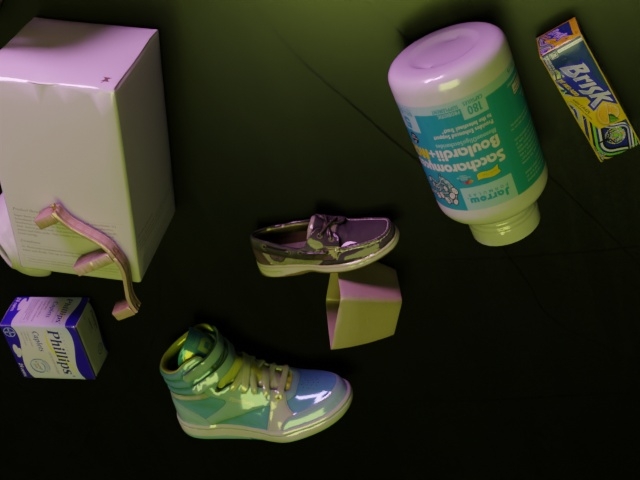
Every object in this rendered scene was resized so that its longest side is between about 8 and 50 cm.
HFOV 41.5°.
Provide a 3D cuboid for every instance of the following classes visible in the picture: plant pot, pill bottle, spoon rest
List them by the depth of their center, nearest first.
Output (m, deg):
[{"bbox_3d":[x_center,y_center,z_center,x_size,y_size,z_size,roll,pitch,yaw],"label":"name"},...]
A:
[{"bbox_3d":[0.193,-0.121,1.041,0.146,0.146,0.264,-15,123,21],"label":"pill bottle"},{"bbox_3d":[-0.443,-0.041,1.223,0.137,0.084,0.276,45,155,19],"label":"spoon rest"},{"bbox_3d":[0.065,0.090,1.259,0.096,0.109,0.109,4,128,-8],"label":"plant pot"}]

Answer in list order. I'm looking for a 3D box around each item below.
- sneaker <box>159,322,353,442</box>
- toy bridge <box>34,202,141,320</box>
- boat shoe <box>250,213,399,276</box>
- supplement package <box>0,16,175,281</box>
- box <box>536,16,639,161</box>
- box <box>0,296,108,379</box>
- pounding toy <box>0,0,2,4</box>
[{"bbox_3d":[-0.120,0.222,1.376,0.318,0.127,0.208,-9,126,16],"label":"sneaker"},{"bbox_3d":[-0.290,0.024,1.093,0.063,0.026,0.188,-19,122,21],"label":"toy bridge"},{"bbox_3d":[0.000,-0.001,1.211,0.223,0.080,0.073,-11,130,23],"label":"boat shoe"},{"bbox_3d":[-0.307,-0.118,1.116,0.177,0.175,0.293,7,129,6],"label":"supplement package"},{"bbox_3d":[0.326,-0.182,1.025,0.054,0.059,0.169,-27,118,25],"label":"box"},{"bbox_3d":[-0.447,0.165,1.425,0.137,0.072,0.126,-1,127,10],"label":"box"},{"bbox_3d":[-0.421,-0.365,0.979,0.154,0.154,0.269,35,144,-16],"label":"pounding toy"}]
